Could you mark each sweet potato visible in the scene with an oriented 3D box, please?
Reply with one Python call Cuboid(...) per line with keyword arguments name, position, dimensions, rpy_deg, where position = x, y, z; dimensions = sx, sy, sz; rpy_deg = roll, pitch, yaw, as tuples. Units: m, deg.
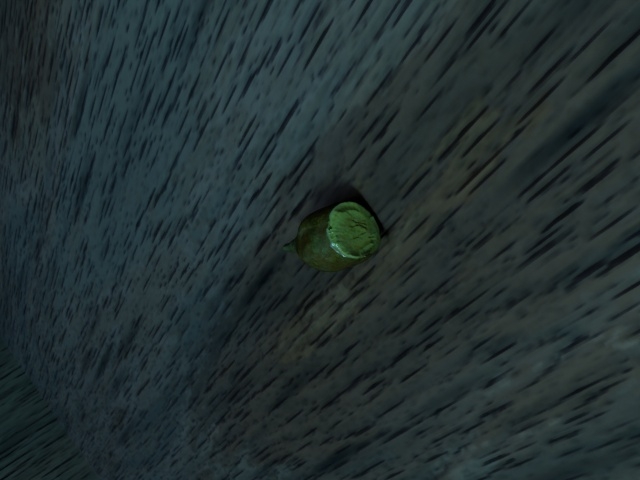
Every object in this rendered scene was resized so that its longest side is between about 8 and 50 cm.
Cuboid(name="sweet potato", position=(0.000, 0.000, 0.941), dimensions=(0.117, 0.049, 0.049), rpy_deg=(-12, 109, 60))
